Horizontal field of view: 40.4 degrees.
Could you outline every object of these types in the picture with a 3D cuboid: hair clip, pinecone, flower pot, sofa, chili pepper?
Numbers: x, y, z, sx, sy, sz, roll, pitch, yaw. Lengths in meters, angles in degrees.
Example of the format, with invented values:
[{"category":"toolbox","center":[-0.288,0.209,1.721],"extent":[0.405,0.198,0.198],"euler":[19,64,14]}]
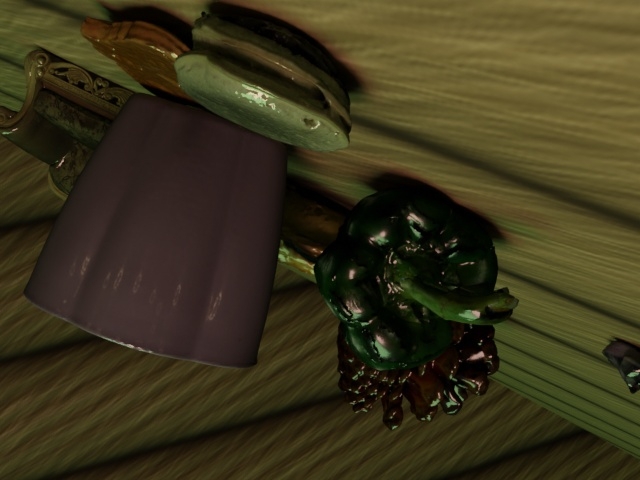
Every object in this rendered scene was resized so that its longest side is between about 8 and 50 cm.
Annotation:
[{"category":"hair clip","center":[0.425,0.181,1.124],"extent":[0.124,0.052,0.195],"euler":[30,-179,32]},{"category":"pinecone","center":[0.162,0.175,1.362],"extent":[0.292,0.246,0.246],"euler":[12,-176,-36]},{"category":"flower pot","center":[-0.150,-0.017,0.940],"extent":[0.265,0.243,0.265],"euler":[20,180,0]},{"category":"sofa","center":[-0.309,-0.114,1.200],"extent":[0.258,0.182,0.200],"euler":[26,173,12]},{"category":"chili pepper","center":[0.088,0.032,0.843],"extent":[0.165,0.174,0.261],"euler":[54,170,-8]}]

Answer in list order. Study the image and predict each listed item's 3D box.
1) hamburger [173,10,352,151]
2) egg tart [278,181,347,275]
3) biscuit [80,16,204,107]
[{"category":"hamburger","center":[-0.039,-0.114,0.634],"extent":[0.140,0.062,0.133],"euler":[18,173,44]},{"category":"egg tart","center":[0.000,0.000,1.204],"extent":[0.290,0.107,0.291],"euler":[24,177,1]},{"category":"biscuit","center":[-0.143,-0.160,0.807],"extent":[0.162,0.035,0.250],"euler":[30,174,-11]}]
